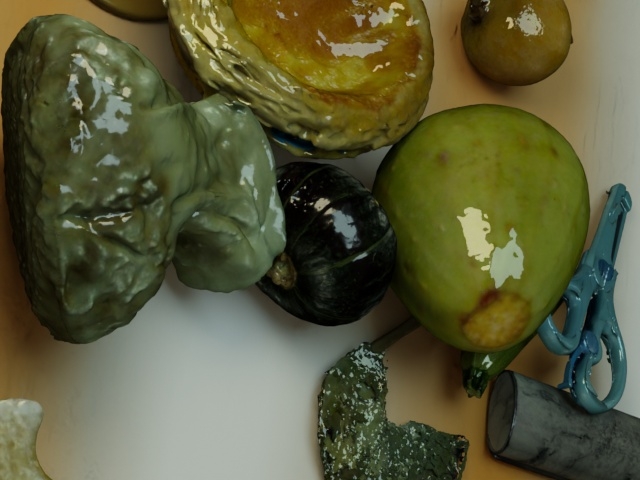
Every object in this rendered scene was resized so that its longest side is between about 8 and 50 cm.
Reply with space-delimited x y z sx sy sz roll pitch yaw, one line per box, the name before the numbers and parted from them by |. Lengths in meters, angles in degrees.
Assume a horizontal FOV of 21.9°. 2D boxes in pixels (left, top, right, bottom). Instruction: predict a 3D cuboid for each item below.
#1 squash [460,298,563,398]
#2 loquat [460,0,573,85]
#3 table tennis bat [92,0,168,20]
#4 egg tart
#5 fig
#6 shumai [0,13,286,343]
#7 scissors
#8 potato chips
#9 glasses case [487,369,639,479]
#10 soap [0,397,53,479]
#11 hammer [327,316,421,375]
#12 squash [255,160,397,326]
squash | 0.229 0.106 2.019 0.066 0.066 0.252 52 48 -4
loquat | 0.255 -0.276 2.159 0.163 0.137 0.163 3 84 -26
table tennis bat | -0.171 -0.366 1.978 0.321 0.050 0.198 -14 82 -33
egg tart | -0.045 -0.254 1.902 0.388 0.169 0.387 17 59 -32
fig | 0.182 -0.007 1.903 0.258 0.258 0.326 33 34 -17
shumai | -0.169 -0.078 1.677 0.289 0.329 0.292 -4 28 -16
scissors | 0.355 0.054 2.097 0.180 0.032 0.393 52 38 -22
potato chips | 0.076 0.232 1.887 0.202 0.029 0.220 -40 98 -35
glasses case | 0.342 0.251 2.035 0.299 0.060 0.114 22 61 -24
soap | -0.379 0.252 1.429 0.259 0.281 0.143 -11 74 -35
hammer | 0.073 0.118 1.947 0.182 0.017 0.062 -28 86 -37
squash | -0.004 0.003 1.839 0.193 0.193 0.156 50 34 -5
